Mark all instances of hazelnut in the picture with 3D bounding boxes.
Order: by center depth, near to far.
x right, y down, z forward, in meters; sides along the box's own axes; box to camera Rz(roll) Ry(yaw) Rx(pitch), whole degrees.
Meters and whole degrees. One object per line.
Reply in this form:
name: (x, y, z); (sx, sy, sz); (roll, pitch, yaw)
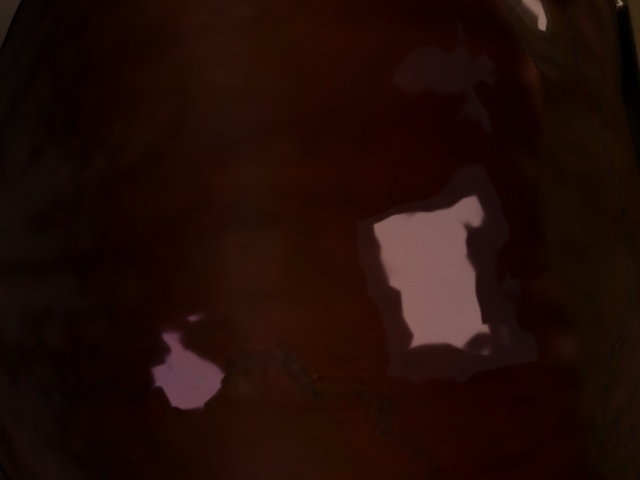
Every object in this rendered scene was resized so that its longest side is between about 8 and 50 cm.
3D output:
hazelnut: (0.000, 0.000, 0.947); (0.359, 0.359, 0.409); (1, 65, -32)

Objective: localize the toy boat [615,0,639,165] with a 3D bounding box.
toy boat: (0.170, -0.207, 1.234); (0.162, 0.136, 0.446); (-16, 80, 3)
